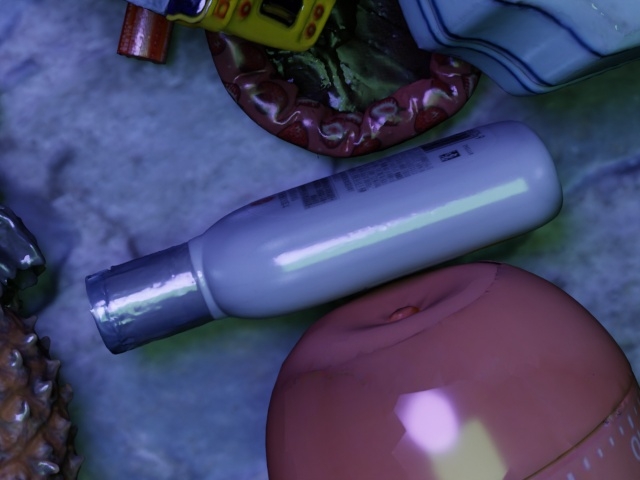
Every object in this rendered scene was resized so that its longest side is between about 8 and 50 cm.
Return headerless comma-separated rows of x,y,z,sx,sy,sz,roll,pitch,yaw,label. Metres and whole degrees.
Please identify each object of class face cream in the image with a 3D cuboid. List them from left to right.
0.000,0.000,0.885,0.291,0.144,0.071,-19,99,-2,face cream

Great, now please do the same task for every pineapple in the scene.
-0.246,0.039,0.894,0.170,0.141,0.310,-14,83,24,pineapple

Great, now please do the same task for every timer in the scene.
0.084,0.132,0.847,0.229,0.229,0.215,-21,101,0,timer

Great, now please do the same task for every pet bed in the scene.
0.019,-0.150,0.929,0.201,0.053,0.201,0,94,1,pet bed

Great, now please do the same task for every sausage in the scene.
-0.103,-0.181,0.936,0.034,0.034,0.129,12,90,-1,sausage

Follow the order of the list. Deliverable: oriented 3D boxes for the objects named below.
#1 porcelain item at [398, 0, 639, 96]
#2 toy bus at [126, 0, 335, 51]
0.161,-0.246,0.853,0.286,0.157,0.281,-23,90,-19,porcelain item
-0.136,-0.223,0.842,0.331,0.151,0.145,28,98,31,toy bus
